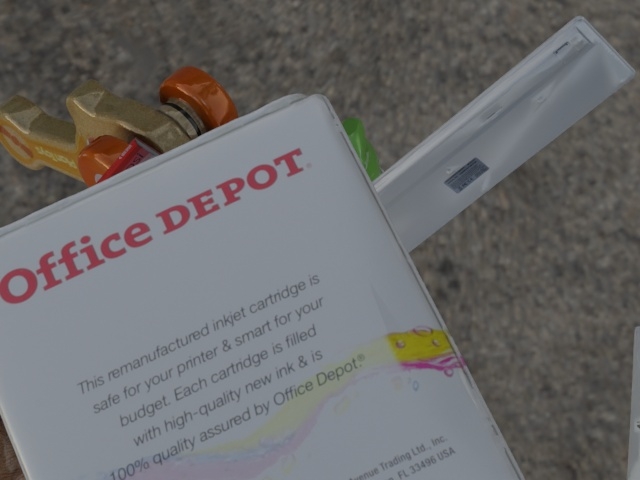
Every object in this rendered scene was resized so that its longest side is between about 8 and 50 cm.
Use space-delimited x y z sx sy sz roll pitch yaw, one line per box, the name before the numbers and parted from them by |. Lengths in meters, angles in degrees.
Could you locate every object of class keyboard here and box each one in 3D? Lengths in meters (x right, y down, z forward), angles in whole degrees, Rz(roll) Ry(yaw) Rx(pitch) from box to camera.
keyboard | 0.091 -0.049 0.892 0.256 0.014 0.072 -39 138 20

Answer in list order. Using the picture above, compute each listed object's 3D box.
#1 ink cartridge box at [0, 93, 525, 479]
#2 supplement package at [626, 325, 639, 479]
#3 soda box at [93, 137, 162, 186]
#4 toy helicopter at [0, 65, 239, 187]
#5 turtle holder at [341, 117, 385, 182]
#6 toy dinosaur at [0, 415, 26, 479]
ink cartridge box | -0.030 0.110 0.706 0.226 0.131 0.306 -24 72 -4
supplement package | 0.336 0.176 1.188 0.105 0.179 0.105 -3 146 22
soda box | -0.088 0.030 1.137 0.092 0.083 0.263 -50 132 -7
toy helicopter | -0.213 -0.069 1.366 0.355 0.140 0.235 20 145 40
turtle holder | 0.005 -0.013 1.609 0.320 0.243 0.227 3 134 39
toy dinosaur | -0.271 0.181 1.224 0.127 0.296 0.200 -9 76 34
